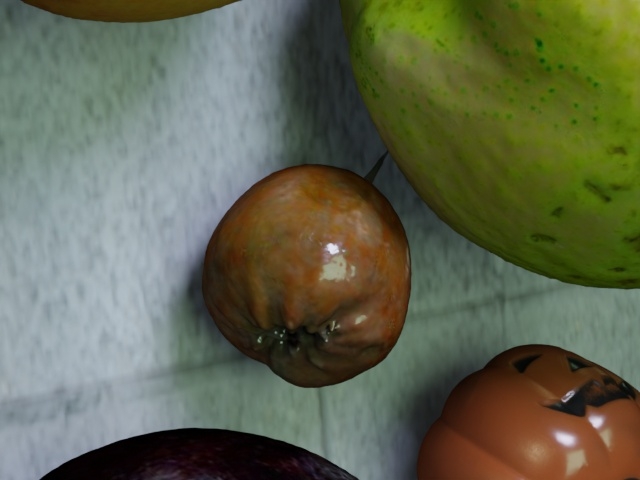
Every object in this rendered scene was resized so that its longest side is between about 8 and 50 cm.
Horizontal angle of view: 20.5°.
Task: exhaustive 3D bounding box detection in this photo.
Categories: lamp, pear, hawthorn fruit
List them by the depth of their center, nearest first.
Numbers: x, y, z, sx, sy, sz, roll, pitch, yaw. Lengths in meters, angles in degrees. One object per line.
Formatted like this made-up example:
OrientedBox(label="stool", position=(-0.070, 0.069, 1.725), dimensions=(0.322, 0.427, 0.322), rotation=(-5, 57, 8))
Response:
OrientedBox(label="pear", position=(0.190, -0.153, 1.187), dimensions=(0.391, 0.391, 0.391), rotation=(-2, 94, -34))
OrientedBox(label="hawthorn fruit", position=(-0.004, 0.018, 1.213), dimensions=(0.189, 0.149, 0.149), rotation=(-60, 131, -64))
OrientedBox(label="lamp", position=(0.156, 0.167, 1.301), dimensions=(0.188, 0.164, 0.187), rotation=(-26, 131, -35))

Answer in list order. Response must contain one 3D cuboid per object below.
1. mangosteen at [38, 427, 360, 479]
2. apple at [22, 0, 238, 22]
OrientedBox(label="mangosteen", position=(-0.054, 0.302, 0.997), dimensions=(0.382, 0.435, 0.382), rotation=(-1, 91, -32))
OrientedBox(label="apple", position=(-0.103, -0.276, 1.031), dimensions=(0.275, 0.299, 0.299), rotation=(-25, 108, -1))
